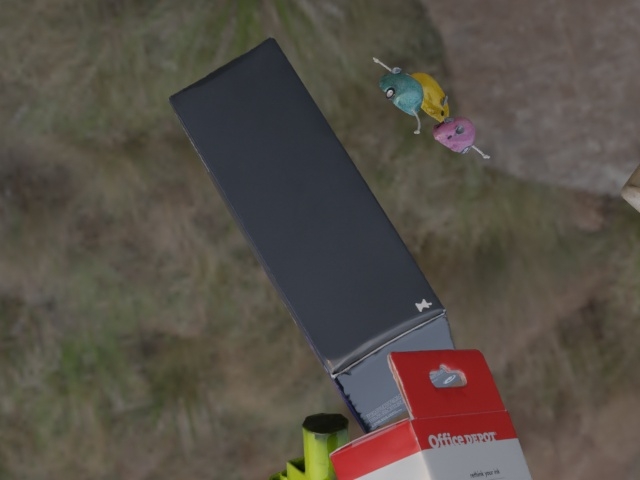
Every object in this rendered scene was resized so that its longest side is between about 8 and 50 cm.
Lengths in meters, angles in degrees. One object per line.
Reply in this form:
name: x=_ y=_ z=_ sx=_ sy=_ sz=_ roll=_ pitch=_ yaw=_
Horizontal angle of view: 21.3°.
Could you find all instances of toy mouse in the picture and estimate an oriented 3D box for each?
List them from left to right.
toy mouse: x=0.113 y=-0.135 z=1.737 sx=0.031 sy=0.161 sz=0.143 roll=-49 pitch=-179 yaw=17

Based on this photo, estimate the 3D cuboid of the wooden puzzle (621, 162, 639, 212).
wooden puzzle: x=0.486 y=-0.022 z=1.733 sx=0.080 sy=0.322 sz=0.348 roll=-51 pitch=177 yaw=35

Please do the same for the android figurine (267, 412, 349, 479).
android figurine: x=0.028 y=0.296 z=1.500 sx=0.056 sy=0.273 sz=0.248 roll=-13 pitch=-156 yaw=-28

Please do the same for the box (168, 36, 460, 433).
box: x=0.000 y=0.000 z=1.328 sx=0.103 sy=0.261 sz=0.184 roll=-30 pitch=158 yaw=-4

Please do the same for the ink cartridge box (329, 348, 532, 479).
ink cartridge box: x=0.092 y=0.196 z=1.191 sx=0.078 sy=0.231 sz=0.134 roll=-28 pitch=162 yaw=31
